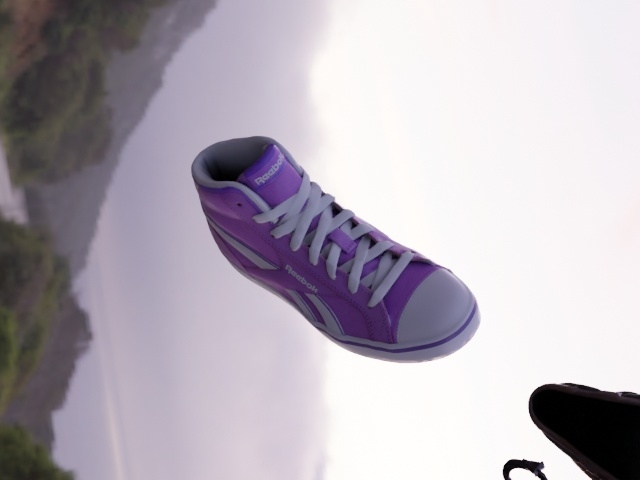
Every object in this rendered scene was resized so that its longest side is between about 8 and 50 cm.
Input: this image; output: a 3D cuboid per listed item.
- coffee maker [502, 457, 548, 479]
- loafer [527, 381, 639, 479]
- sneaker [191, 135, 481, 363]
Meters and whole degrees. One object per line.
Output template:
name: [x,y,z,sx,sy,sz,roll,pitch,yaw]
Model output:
coffee maker: [0.141,0.308,1.168,0.120,0.178,0.171,-6,-62,49]
loafer: [0.222,0.145,0.863,0.096,0.084,0.267,-67,-159,-4]
sneaker: [-0.001,0.001,1.139,0.282,0.102,0.161,22,-27,31]
